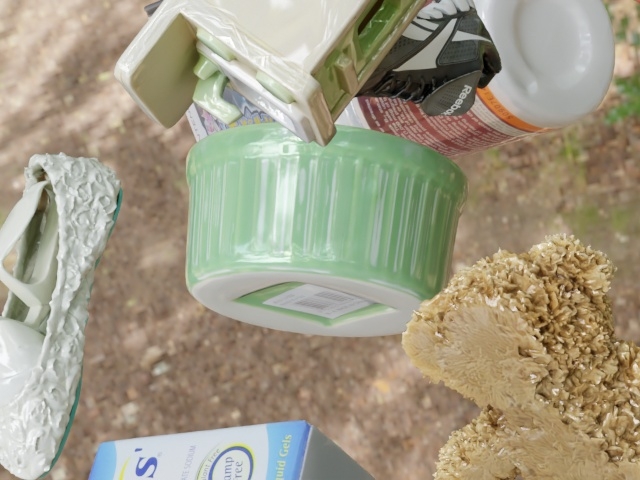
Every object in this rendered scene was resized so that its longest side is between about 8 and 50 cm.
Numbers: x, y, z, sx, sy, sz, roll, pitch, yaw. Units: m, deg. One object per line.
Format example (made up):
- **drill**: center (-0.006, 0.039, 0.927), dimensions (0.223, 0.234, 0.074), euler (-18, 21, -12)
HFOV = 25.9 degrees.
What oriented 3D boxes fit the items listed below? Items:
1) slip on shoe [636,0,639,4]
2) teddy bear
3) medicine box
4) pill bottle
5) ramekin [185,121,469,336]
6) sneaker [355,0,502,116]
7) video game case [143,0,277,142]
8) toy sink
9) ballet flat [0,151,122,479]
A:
- **slip on shoe**: center (0.279, -0.236, 1.102), dimensions (0.101, 0.331, 0.123), euler (-41, 47, -2)
- **teddy bear**: center (0.205, 0.147, 1.023), dimensions (0.245, 0.338, 0.113), euler (-49, -1, 38)
- **medicine box**: center (-0.116, 0.344, 1.435), dimensions (0.289, 0.149, 0.263), euler (-11, 50, 32)
- **pill bottle**: center (0.179, -0.223, 1.853), dimensions (0.224, 0.224, 0.392), euler (-37, 12, -32)
- **ramekin**: center (0.000, 0.000, 1.464), dimensions (0.303, 0.303, 0.148), euler (-3, 71, 26)
- **sneaker**: center (0.089, -0.152, 1.230), dimensions (0.234, 0.106, 0.078), euler (-28, -10, -47)
- **video game case**: center (-0.088, -0.172, 1.566), dimensions (0.035, 0.248, 0.275), euler (-26, 12, -28)
- **toy sink**: center (-0.022, -0.163, 1.058), dimensions (0.131, 0.153, 0.234), euler (37, 85, 12)
- **ballet flat**: center (-0.353, 0.078, 1.685), dimensions (0.147, 0.147, 0.409), euler (-1, 68, 29)
